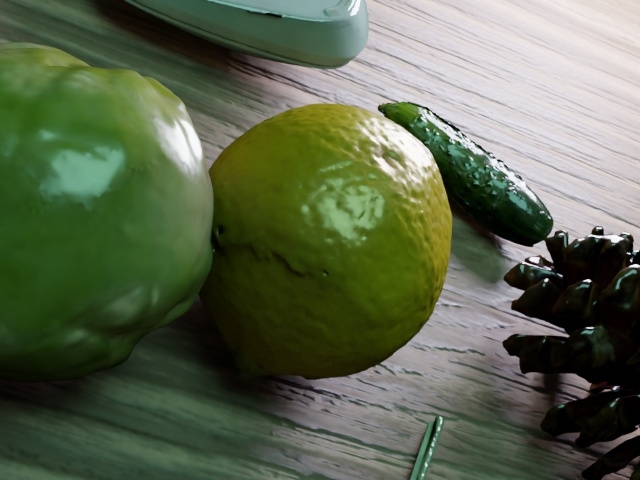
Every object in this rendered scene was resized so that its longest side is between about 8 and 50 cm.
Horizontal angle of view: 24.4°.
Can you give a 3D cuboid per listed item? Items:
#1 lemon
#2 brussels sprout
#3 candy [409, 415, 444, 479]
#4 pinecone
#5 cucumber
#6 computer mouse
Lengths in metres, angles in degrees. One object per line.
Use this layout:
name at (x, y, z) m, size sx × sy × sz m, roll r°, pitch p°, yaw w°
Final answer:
lemon at (0.002, -0.006, 1.281) m, size 0.228 × 0.228 × 0.253 m, roll 28°, pitch 44°, yaw -11°
brussels sprout at (-0.216, -0.023, 1.154) m, size 0.317 × 0.242 × 0.274 m, roll -11°, pitch 36°, yaw -42°
candy at (0.070, 0.236, 1.251) m, size 0.077 × 0.073 × 0.262 m, roll 50°, pitch 33°, yaw -15°
pinecone at (0.302, 0.116, 1.398) m, size 0.309 × 0.244 × 0.244 m, roll 38°, pitch 40°, yaw 23°
cucumber at (0.150, -0.075, 1.563) m, size 0.227 × 0.069 × 0.069 m, roll 41°, pitch 42°, yaw 8°
computer mouse at (-0.087, -0.254, 1.532) m, size 0.288 × 0.097 × 0.159 m, roll 11°, pitch 50°, yaw -12°
